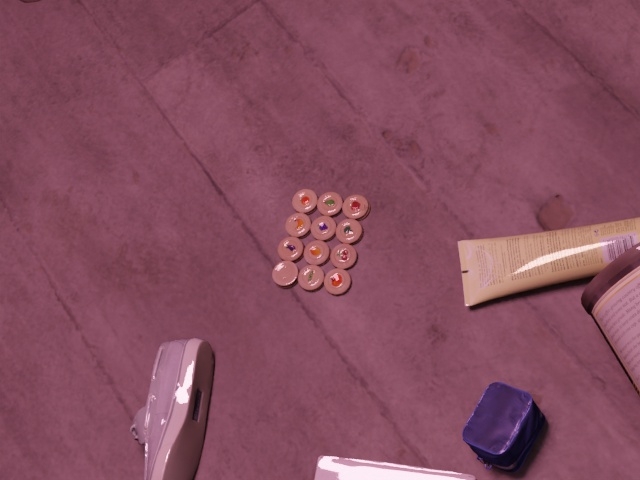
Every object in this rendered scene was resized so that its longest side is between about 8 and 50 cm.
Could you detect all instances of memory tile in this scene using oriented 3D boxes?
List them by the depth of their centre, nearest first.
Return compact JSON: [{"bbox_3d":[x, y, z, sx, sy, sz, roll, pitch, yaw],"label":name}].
[{"bbox_3d":[0.000,0.000,1.387,0.113,0.012,0.148,8,71,18],"label":"memory tile"}]

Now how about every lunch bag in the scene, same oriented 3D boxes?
[{"bbox_3d":[0.219,0.226,1.207,0.067,0.065,0.098,21,71,42],"label":"lunch bag"}]

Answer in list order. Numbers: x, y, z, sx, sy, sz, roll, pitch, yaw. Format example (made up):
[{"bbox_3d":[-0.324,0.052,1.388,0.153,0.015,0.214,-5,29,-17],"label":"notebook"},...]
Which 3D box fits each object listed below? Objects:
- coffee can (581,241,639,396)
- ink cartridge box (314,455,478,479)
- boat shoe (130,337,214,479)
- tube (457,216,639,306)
[{"bbox_3d":[0.442,0.134,1.113,0.202,0.201,0.275,-27,64,3],"label":"coffee can"},{"bbox_3d":[0.091,0.344,1.099,0.168,0.232,0.171,3,69,18],"label":"ink cartridge box"},{"bbox_3d":[-0.198,0.234,1.312,0.081,0.079,0.227,-1,62,22],"label":"boat shoe"},{"bbox_3d":[0.295,0.020,1.283,0.240,0.062,0.070,-11,22,15],"label":"tube"}]
